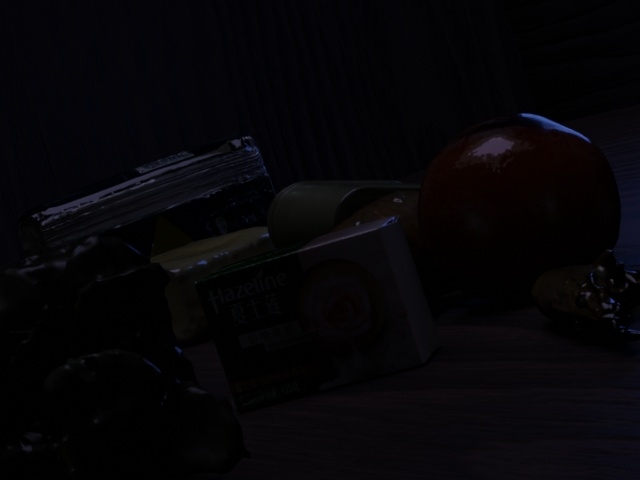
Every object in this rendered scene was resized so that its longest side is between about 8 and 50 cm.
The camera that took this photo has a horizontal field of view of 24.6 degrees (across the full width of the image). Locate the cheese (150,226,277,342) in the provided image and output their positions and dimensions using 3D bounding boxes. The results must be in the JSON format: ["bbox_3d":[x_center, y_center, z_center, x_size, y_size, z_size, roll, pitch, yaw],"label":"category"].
[{"bbox_3d":[-0.198,0.074,2.121,0.243,0.123,0.265,-10,9,35],"label":"cheese"}]

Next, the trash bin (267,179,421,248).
[{"bbox_3d":[0.079,-0.025,2.038,0.243,0.121,0.247,-1,2,-23],"label":"trash bin"}]

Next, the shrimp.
[{"bbox_3d":[0.248,0.037,1.229,0.117,0.066,0.262,-19,7,-5],"label":"shrimp"}]

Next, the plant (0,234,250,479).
[{"bbox_3d":[-0.192,0.116,1.087,0.213,0.215,0.312,-24,10,-21],"label":"plant"}]

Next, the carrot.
[{"bbox_3d":[0.036,0.042,1.572,0.139,0.138,0.302,-13,8,46],"label":"carrot"}]

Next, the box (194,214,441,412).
[{"bbox_3d":[-0.002,0.069,1.377,0.199,0.135,0.081,-17,6,17],"label":"box"}]

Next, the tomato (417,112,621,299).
[{"bbox_3d":[0.204,-0.038,1.519,0.208,0.184,0.208,-20,4,2],"label":"tomato"}]

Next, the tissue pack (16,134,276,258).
[{"bbox_3d":[-0.295,-0.005,2.560,0.417,0.253,0.264,-20,4,-20],"label":"tissue pack"}]
